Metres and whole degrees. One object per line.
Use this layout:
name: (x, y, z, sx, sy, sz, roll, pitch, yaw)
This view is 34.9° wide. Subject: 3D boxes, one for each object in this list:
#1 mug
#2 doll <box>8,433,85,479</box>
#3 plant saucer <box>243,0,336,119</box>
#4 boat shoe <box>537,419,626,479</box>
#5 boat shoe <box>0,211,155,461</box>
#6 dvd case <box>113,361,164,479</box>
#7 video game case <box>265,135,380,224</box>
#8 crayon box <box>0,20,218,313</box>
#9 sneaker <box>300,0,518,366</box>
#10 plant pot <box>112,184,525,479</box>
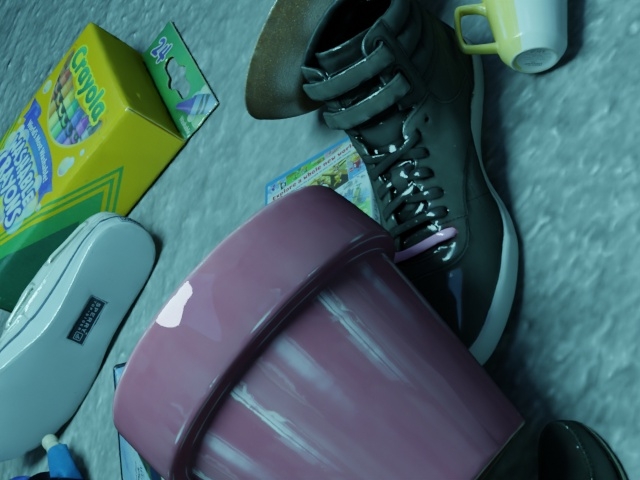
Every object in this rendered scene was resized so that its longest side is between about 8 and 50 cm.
mug: (0.144, -0.154, 0.736, 0.078, 0.062, 0.064, -22, 61, 37)
doll: (-0.257, 0.242, 0.932, 0.189, 0.046, 0.129, -16, 57, 41)
plant saucer: (0.013, -0.173, 0.820, 0.036, 0.198, 0.198, 34, 95, 13)
boat shoe: (0.143, 0.156, 0.559, 0.049, 0.042, 0.133, -33, 45, 34)
boat shoe: (-0.265, 0.087, 0.999, 0.088, 0.096, 0.267, 25, 85, 55)
dvd case: (-0.091, 0.223, 0.704, 0.253, 0.022, 0.180, 43, 139, 50)
video game case: (0.000, 0.000, 0.828, 0.119, 0.015, 0.166, -28, 49, 35)
crayon box: (-0.267, -0.096, 1.122, 0.323, 0.083, 0.203, -48, 41, 15)
sneaker: (0.051, -0.055, 0.703, 0.104, 0.147, 0.296, -24, 53, 34)
plant pot: (0.011, 0.097, 0.600, 0.180, 0.201, 0.201, 39, 98, 17)
